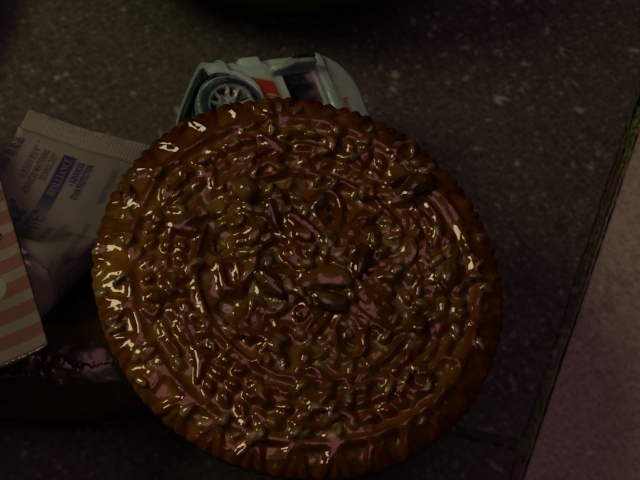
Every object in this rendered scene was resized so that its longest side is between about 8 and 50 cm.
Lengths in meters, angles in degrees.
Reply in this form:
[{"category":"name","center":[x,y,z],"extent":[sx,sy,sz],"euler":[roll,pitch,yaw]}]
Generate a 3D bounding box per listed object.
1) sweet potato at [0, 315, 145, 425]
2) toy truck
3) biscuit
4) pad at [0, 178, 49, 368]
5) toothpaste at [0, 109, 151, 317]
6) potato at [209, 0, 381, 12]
[{"category":"sweet potato","center":[-0.205,0.091,1.347],"extent":[0.285,0.085,0.112],"euler":[-2,34,0]},{"category":"toy truck","center":[0.000,0.000,1.391],"extent":[0.162,0.136,0.305],"euler":[-14,71,-23]},{"category":"biscuit","center":[-0.013,0.027,1.274],"extent":[0.305,0.038,0.305],"euler":[5,65,-10]},{"category":"pad","center":[-0.316,0.020,1.289],"extent":[0.202,0.005,0.300],"euler":[-23,42,-2]},{"category":"toothpaste","center":[-0.212,-0.010,1.355],"extent":[0.099,0.068,0.282],"euler":[42,34,-18]},{"category":"potato","center":[-0.025,-0.294,1.487],"extent":[0.304,0.216,0.216],"euler":[4,64,-11]}]
